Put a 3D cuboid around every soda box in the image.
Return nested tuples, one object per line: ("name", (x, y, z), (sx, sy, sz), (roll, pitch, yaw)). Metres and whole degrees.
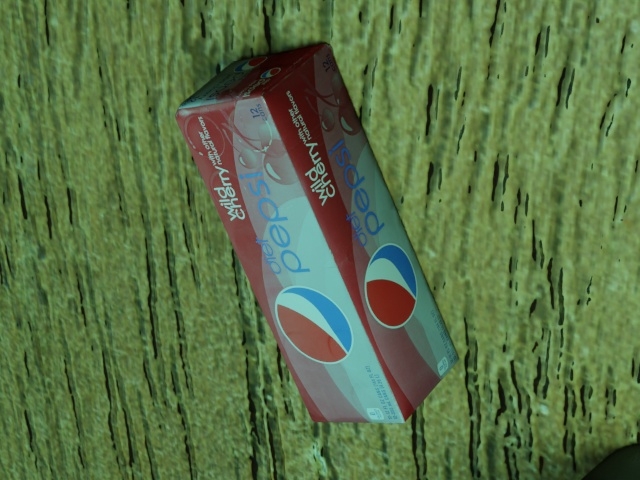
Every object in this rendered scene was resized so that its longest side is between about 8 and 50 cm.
("soda box", (0.000, 0.000, 1.182), (0.092, 0.083, 0.263), (-5, 118, 41))

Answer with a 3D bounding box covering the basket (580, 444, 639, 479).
("basket", (0.189, 0.250, 1.113), (0.204, 0.227, 0.154), (37, 137, 10))
